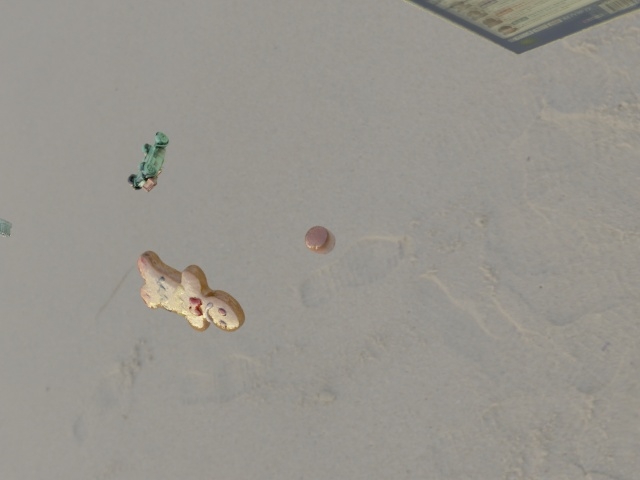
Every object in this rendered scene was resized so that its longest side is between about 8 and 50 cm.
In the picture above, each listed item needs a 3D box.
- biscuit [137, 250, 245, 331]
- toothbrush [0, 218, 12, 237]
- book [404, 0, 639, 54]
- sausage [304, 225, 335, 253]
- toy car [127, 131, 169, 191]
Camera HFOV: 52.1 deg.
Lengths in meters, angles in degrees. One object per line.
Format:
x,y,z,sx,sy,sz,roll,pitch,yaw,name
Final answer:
-0.259,0.114,1.284,0.250,0.036,0.166,21,132,20,biscuit
-0.409,-0.037,0.763,0.219,0.016,0.019,104,163,-76,toothbrush
0.262,-0.312,0.812,0.228,0.322,0.018,-11,79,44,book
0.000,0.000,0.831,0.034,0.083,0.034,-1,85,7,sausage
-0.372,-0.172,1.439,0.073,0.054,0.143,-34,32,37,toy car
